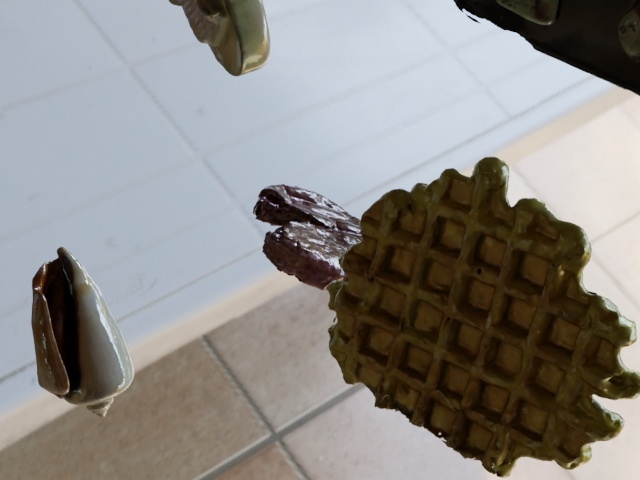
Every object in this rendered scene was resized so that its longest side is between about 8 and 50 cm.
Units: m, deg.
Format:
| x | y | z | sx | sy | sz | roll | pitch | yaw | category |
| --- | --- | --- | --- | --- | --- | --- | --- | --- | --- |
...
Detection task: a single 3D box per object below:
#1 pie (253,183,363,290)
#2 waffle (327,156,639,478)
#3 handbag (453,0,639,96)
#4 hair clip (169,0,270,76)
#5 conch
| x | y | z | sx | sy | sz | roll | pitch | yaw | category |
| --- | --- | --- | --- | --- | --- | --- | --- | --- | --- |
| 0.000 | 0.000 | 1.485 | 0.204 | 0.054 | 0.219 | 24 | 24 | -10 | pie |
| 0.143 | 0.087 | 1.010 | 0.060 | 0.307 | 0.312 | -16 | 69 | -51 | waffle |
| 0.309 | -0.317 | 1.014 | 0.303 | 0.329 | 0.122 | 27 | 37 | 12 | handbag |
| -0.110 | -0.222 | 0.858 | 0.071 | 0.159 | 0.218 | -32 | 82 | -19 | hair clip |
| -0.248 | 0.100 | 1.093 | 0.104 | 0.176 | 0.094 | -16 | 25 | -29 | conch |
